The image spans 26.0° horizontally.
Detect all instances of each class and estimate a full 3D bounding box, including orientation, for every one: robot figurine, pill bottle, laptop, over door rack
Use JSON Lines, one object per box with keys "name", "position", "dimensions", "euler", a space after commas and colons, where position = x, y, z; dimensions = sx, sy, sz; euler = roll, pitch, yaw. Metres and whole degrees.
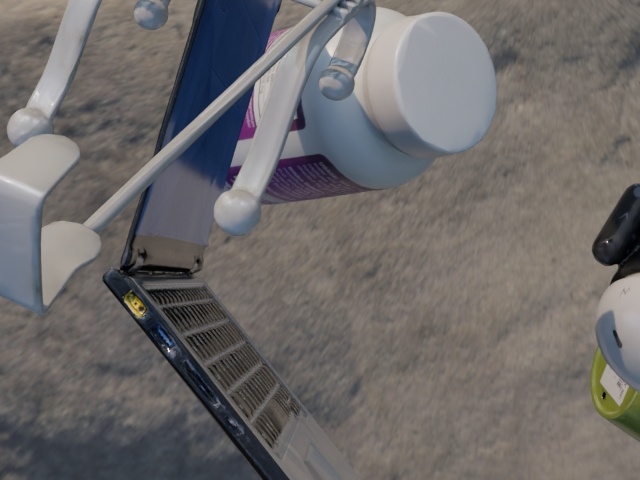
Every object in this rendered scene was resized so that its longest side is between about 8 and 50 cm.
{"name": "robot figurine", "position": [0.408, 0.047, 1.474], "dimensions": [0.209, 0.278, 0.173], "euler": [21, 147, 32]}
{"name": "pill bottle", "position": [0.017, -0.127, 1.308], "dimensions": [0.302, 0.169, 0.169], "euler": [-5, 106, 51]}
{"name": "laptop", "position": [0.000, 0.000, 0.996], "dimensions": [0.236, 0.382, 0.408], "euler": [-39, 88, 1]}
{"name": "over door rack", "position": [-0.141, -0.074, 0.589], "dimensions": [0.240, 0.324, 0.108], "euler": [22, 117, 13]}

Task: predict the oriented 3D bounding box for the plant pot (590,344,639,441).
{"name": "plant pot", "position": [0.521, 0.196, 1.839], "dimensions": [0.294, 0.275, 0.274], "euler": [14, 107, -17]}
